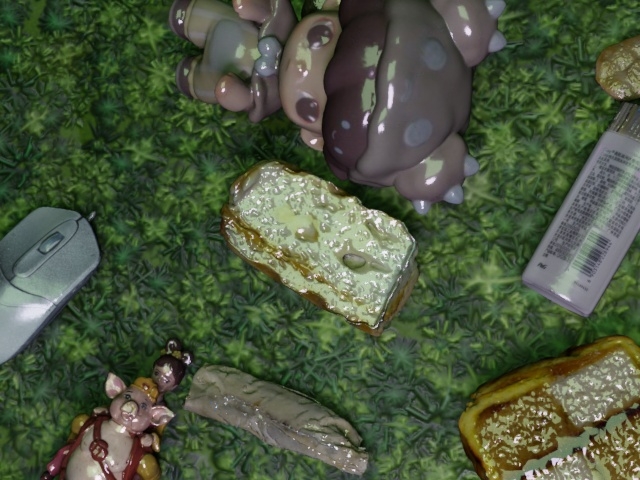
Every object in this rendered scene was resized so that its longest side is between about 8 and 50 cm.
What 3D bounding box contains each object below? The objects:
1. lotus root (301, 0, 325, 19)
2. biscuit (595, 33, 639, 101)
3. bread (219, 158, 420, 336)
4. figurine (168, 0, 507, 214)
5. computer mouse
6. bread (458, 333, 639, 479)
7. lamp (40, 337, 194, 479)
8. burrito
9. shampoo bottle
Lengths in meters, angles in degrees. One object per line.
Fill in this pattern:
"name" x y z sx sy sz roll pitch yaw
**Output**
"lotus root" 0.009 -0.279 1.261 0.049 0.054 0.099 40 88 5
"biscuit" 0.378 -0.202 1.195 0.147 0.018 0.071 -20 77 7
"bread" 0.000 0.000 1.197 0.232 0.088 0.128 30 95 8
"figurine" 0.009 -0.180 1.176 0.381 0.203 0.248 14 97 23
"computer mouse" -0.345 0.050 1.256 0.113 0.068 0.229 38 88 14
"bread" 0.262 0.199 1.094 0.222 0.096 0.181 -26 71 3
"lamp" -0.220 0.224 1.178 0.118 0.118 0.253 32 88 15
"burrito" -0.047 0.196 1.182 0.229 0.063 0.058 17 123 21
"shampoo bottle" 0.306 -0.035 1.156 0.086 0.056 0.227 29 85 16
